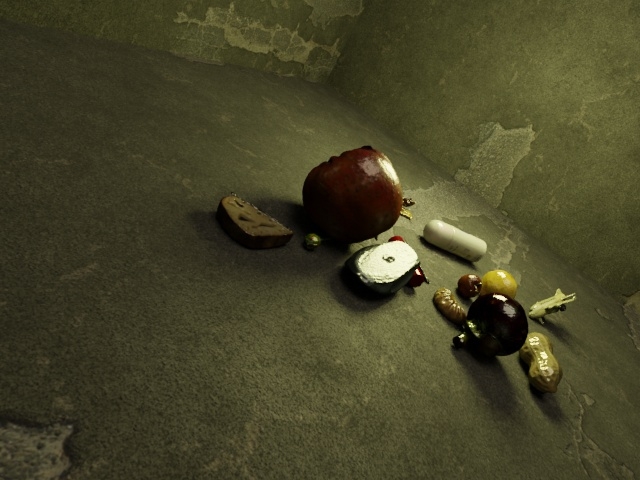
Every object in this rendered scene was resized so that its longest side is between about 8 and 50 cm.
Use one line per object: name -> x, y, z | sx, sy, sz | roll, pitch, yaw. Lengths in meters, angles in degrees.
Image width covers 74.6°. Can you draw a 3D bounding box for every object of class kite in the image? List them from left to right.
kite -> 0.413, 0.083, 1.818 | 0.232, 0.009, 0.189 | 60, 9, 4

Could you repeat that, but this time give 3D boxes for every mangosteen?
mangosteen -> 0.611, 0.314, 1.535 | 0.289, 0.231, 0.231 | -7, 43, -19

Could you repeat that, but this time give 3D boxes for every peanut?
peanut -> 0.841, 0.464, 1.614 | 0.136, 0.120, 0.298 | 10, 29, 9

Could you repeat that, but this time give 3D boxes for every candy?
candy -> 0.000, 0.000, 1.588 | 0.062, 0.058, 0.194 | 10, 8, 27

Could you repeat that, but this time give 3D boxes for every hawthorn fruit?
hawthorn fruit -> 0.135, -0.161, 1.658 | 0.403, 0.402, 0.403 | 24, 30, -15

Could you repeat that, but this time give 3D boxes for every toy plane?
toy plane -> 1.131, 0.325, 2.077 | 0.256, 0.242, 0.104 | -32, 86, -21

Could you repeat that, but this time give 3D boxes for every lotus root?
lotus root -> -0.231, -0.049, 1.402 | 0.261, 0.074, 0.170 | 34, 29, 0

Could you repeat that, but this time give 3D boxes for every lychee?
lychee -> 0.659, 0.206, 1.846 | 0.114, 0.101, 0.140 | -16, 32, -15

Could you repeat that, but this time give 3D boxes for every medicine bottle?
medicine bottle -> 0.680, -0.002, 2.159 | 0.341, 0.130, 0.130 | 21, 31, -18

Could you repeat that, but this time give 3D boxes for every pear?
pear -> 0.810, 0.227, 1.907 | 0.178, 0.178, 0.178 | 24, 30, -15

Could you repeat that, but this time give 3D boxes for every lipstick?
lipstick -> 0.358, 0.082, 1.774 | 0.073, 0.073, 0.279 | 19, 30, -23

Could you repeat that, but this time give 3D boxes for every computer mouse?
computer mouse -> 0.230, 0.107, 1.570 | 0.374, 0.114, 0.203 | -15, 56, -44

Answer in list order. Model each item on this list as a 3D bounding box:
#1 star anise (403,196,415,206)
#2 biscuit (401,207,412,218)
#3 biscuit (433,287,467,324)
star anise -> 0.411, -0.238, 2.311 | 0.234, 0.073, 0.177 | 23, 13, -20
biscuit -> 0.459, -0.152, 2.289 | 0.083, 0.018, 0.081 | 23, 30, -16
biscuit -> 0.518, 0.256, 1.676 | 0.118, 0.061, 0.183 | 10, 36, -32
